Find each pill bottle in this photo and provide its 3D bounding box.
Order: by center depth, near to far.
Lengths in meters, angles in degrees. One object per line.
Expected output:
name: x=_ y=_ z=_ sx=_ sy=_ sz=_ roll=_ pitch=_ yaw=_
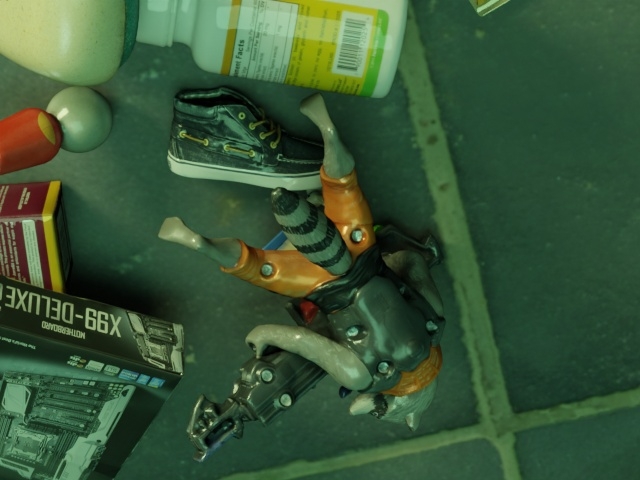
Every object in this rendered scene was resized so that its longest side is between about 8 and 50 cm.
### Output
pill bottle: x=-0.047 y=-0.219 z=1.620 sx=0.245 sy=0.136 sz=0.136 roll=9 pitch=117 yaw=-5

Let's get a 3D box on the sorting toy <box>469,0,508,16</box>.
sorting toy: x=0.176 y=-0.262 z=1.669 sx=0.083 sy=0.012 sz=0.062 roll=-30 pitch=114 yaw=14

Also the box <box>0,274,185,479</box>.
box: x=-0.328 y=0.147 z=1.780 sx=0.307 sy=0.077 sz=0.242 roll=18 pitch=132 yaw=-22

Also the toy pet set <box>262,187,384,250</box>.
toy pet set: x=0.000 y=0.000 z=1.791 sx=0.114 sy=0.065 sz=0.122 roll=-43 pitch=125 yaw=-14

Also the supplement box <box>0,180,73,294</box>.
supplement box: x=-0.357 y=0.005 z=1.763 sx=0.188 sy=0.081 sz=0.104 roll=-3 pitch=118 yaw=0

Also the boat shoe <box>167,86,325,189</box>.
boat shoe: x=-0.062 y=-0.103 z=1.719 sx=0.183 sy=0.065 sz=0.083 roll=4 pitch=119 yaw=-2

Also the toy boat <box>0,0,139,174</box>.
toy boat: x=-0.257 y=-0.205 z=1.606 sx=0.148 sy=0.267 sz=0.318 roll=-25 pitch=139 yaw=-35

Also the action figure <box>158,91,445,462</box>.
action figure: x=-0.007 y=0.077 z=1.668 sx=0.341 sy=0.178 sz=0.330 roll=-47 pitch=117 yaw=-14
